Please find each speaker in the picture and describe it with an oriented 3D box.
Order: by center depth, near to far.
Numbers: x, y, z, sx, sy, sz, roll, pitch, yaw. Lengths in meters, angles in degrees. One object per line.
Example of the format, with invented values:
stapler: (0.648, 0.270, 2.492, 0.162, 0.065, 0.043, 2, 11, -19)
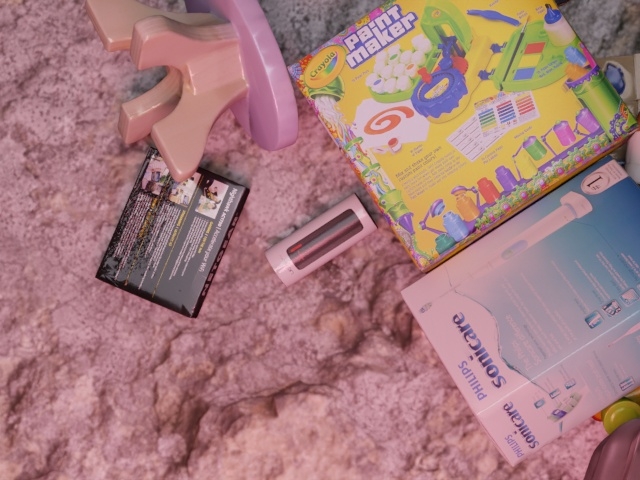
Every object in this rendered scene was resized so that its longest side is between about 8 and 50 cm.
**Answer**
speaker: (0.000, 0.000, 1.630, 0.136, 0.055, 0.055, -32, 85, 4)

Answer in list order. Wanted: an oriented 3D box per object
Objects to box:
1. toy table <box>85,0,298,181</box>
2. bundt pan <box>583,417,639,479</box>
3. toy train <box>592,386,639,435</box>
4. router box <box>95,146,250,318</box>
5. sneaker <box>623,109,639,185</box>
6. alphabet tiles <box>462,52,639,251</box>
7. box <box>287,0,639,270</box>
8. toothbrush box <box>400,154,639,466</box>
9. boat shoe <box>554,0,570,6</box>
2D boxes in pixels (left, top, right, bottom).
toy table: (-0.156, -0.208, 1.570, 0.161, 0.252, 0.274, -22, 63, -21)
bundt pan: (0.434, 0.272, 1.404, 0.331, 0.331, 0.124, 12, 66, 6)
toy train: (0.326, 0.183, 1.531, 0.248, 0.143, 0.105, -20, 110, 4)
router box: (-0.183, -0.009, 1.653, 0.133, 0.046, 0.179, 23, 90, 6)
sneaker: (0.506, -0.107, 1.546, 0.290, 0.106, 0.123, 8, 90, 7)
alphabet tiles: (0.335, -0.081, 1.622, 0.342, 0.011, 0.285, -5, 86, 6)
box: (0.164, -0.155, 1.549, 0.290, 0.177, 0.279, -33, 84, 4)
toothbrush box: (0.272, 0.077, 1.500, 0.295, 0.126, 0.216, -33, 43, 2)
boat shoe: (0.314, -0.322, 1.619, 0.137, 0.043, 0.049, -21, 87, 6)
